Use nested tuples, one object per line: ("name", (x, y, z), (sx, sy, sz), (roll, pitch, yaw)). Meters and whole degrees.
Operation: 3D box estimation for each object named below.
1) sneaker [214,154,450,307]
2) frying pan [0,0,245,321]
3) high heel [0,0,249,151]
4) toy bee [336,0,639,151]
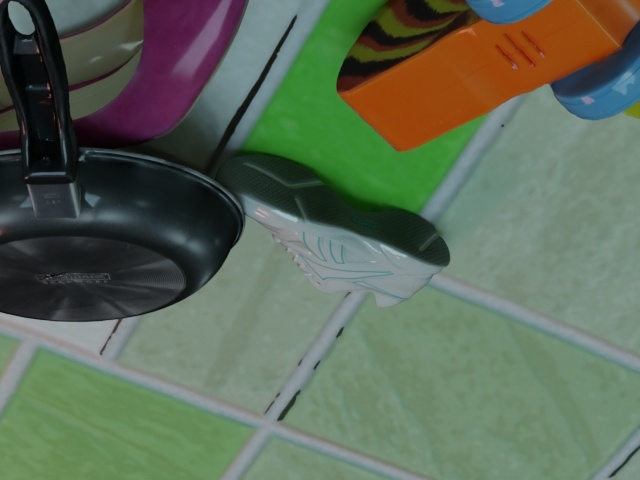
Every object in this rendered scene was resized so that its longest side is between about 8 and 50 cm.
("sneaker", (0.000, 0.000, 0.985), (0.152, 0.054, 0.061), (25, 126, -19))
("frying pan", (-0.115, -0.023, 0.889), (0.197, 0.053, 0.326), (8, 156, -22))
("high heel", (-0.141, -0.096, 0.893), (0.117, 0.082, 0.244), (25, 137, -31))
("toy bee", (0.151, -0.142, 0.836), (0.298, 0.162, 0.195), (2, 141, 30))
